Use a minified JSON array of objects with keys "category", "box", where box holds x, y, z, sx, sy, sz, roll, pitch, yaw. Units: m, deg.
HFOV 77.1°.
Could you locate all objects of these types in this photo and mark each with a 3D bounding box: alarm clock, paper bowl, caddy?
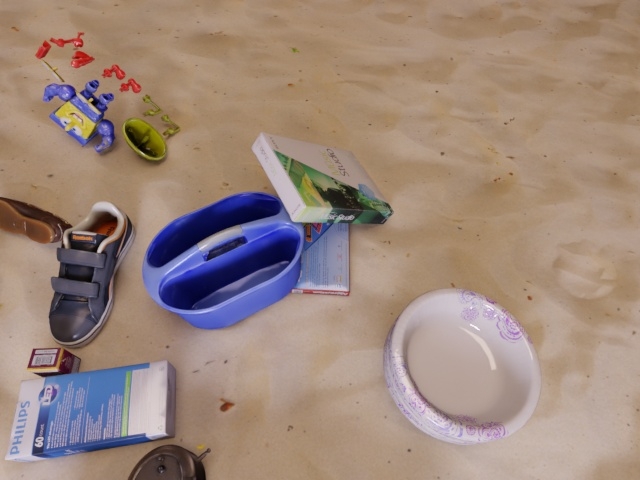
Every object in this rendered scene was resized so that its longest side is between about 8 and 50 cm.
[{"category":"alarm clock","box":[-0.286,0.426,0.687,0.192,0.064,0.129,-15,49,8]},{"category":"paper bowl","box":[0.266,0.249,0.802,0.284,0.148,0.284,2,59,-3]},{"category":"caddy","box":[-0.197,0.033,0.860,0.341,0.179,0.241,-26,62,-14]}]

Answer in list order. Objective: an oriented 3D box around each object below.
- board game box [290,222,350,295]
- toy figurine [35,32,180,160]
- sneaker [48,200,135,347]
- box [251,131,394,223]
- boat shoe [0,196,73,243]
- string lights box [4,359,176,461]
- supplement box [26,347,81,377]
[{"category":"board game box","box":[0.000,0.000,1.000,0.145,0.027,0.281,4,59,-3]},{"category":"toy figurine","box":[-0.607,-0.339,1.101,0.362,0.217,0.191,44,36,-28]},{"category":"sneaker","box":[-0.507,0.060,0.867,0.126,0.127,0.321,6,60,-3]},{"category":"box","box":[0.015,-0.143,0.977,0.322,0.058,0.232,-3,53,-45]},{"category":"boat shoe","box":[-0.692,-0.049,0.954,0.207,0.073,0.073,25,23,7]},{"category":"string lights box","box":[-0.411,0.314,0.747,0.259,0.077,0.133,-6,59,-8]},{"category":"supplement box","box":[-0.514,0.240,0.779,0.054,0.083,0.043,-1,58,-6]}]
